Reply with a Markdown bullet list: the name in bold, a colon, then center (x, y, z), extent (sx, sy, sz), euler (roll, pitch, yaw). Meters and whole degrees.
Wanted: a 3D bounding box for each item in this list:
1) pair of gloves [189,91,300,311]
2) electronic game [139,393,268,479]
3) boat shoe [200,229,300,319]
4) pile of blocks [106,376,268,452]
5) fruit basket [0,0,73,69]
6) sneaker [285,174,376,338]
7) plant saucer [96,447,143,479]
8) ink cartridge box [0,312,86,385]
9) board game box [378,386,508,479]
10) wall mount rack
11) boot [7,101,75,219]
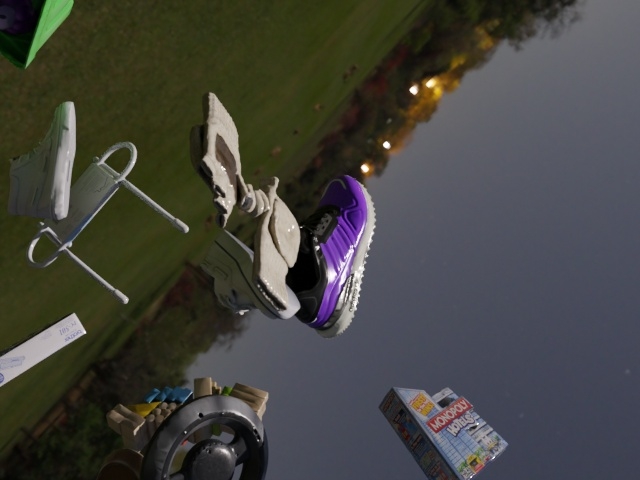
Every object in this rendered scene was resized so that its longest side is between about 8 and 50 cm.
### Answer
- **pair of gloves**: center (-0.086, -0.052, 0.991), extent (0.042, 0.240, 0.204), euler (-21, -148, 15)
- **electronic game**: center (-0.175, 0.352, 1.222), extent (0.048, 0.229, 0.229), euler (4, -134, 49)
- **boat shoe**: center (-0.109, 0.067, 1.146), extent (0.084, 0.095, 0.258), euler (-50, -154, 0)
- **pile of blocks**: center (-0.302, 0.411, 1.828), extent (0.149, 0.362, 0.112), euler (-98, -171, -50)
- **fruit basket**: center (-0.633, -0.486, 1.445), extent (0.392, 0.283, 0.392), euler (-44, -174, 6)
- **sneaker**: center (0.001, 0.000, 1.299), extent (0.102, 0.146, 0.293), euler (-19, -128, 41)
- **plant saucer**: center (-0.357, 0.467, 1.445), extent (0.168, 0.168, 0.029), euler (-43, 160, 26)
- **ink cartridge box**: center (-0.518, 0.199, 1.364), extent (0.207, 0.046, 0.097), euler (-35, -169, -40)
- **board game box**: center (0.205, 0.316, 1.343), extent (0.194, 0.194, 0.060), euler (-19, 146, -49)
- **wall mount rack**: center (-0.476, -0.036, 1.761), extent (0.304, 0.130, 0.350), euler (35, -97, 39)
- **boot**: center (-0.574, -0.170, 1.616), extent (0.095, 0.123, 0.258), euler (116, -24, -69)
